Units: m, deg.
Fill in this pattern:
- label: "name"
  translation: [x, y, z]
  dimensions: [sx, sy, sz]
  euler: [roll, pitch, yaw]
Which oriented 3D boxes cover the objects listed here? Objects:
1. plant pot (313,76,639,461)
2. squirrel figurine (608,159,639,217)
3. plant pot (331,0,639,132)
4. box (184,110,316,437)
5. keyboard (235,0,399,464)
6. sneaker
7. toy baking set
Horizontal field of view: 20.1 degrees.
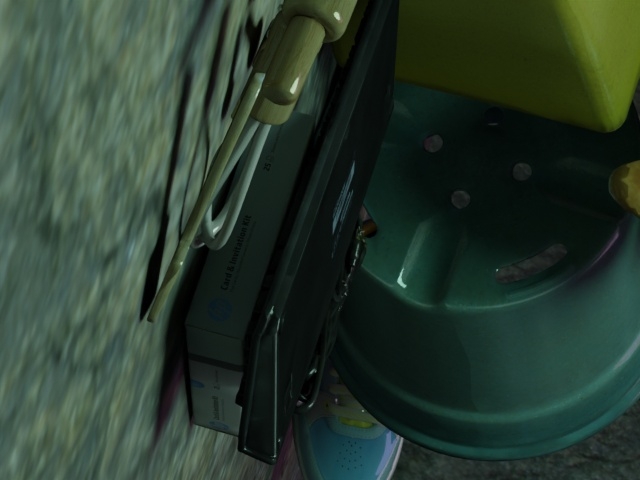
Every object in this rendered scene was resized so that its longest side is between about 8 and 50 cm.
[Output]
- label: "plant pot"
  translation: [0.141, -0.014, 1.516]
  dimensions: [0.334, 0.341, 0.341]
  euler: [68, 38, -70]
- label: "squirrel figurine"
  translation: [0.331, -0.131, 1.242]
  dimensions: [0.370, 0.281, 0.397]
  euler: [-48, 144, -46]
- label: "plant pot"
  translation: [0.115, -0.221, 1.173]
  dimensions: [0.187, 0.212, 0.212]
  euler: [51, 57, -67]
- label: "box"
  translation: [-0.041, 0.023, 1.090]
  dimensions: [0.186, 0.038, 0.145]
  euler: [92, 14, -67]
- label: "keyboard"
  translation: [0.000, 0.000, 1.090]
  dimensions: [0.201, 0.033, 0.317]
  euler: [92, 13, -45]
- label: "sneaker"
  translation: [0.039, 0.121, 1.845]
  dimensions: [0.208, 0.127, 0.319]
  euler: [88, 9, -81]
- label: "toy baking set"
  translation: [-0.015, -0.085, 0.869]
  dimensions: [0.197, 0.030, 0.256]
  euler: [122, -10, -62]
